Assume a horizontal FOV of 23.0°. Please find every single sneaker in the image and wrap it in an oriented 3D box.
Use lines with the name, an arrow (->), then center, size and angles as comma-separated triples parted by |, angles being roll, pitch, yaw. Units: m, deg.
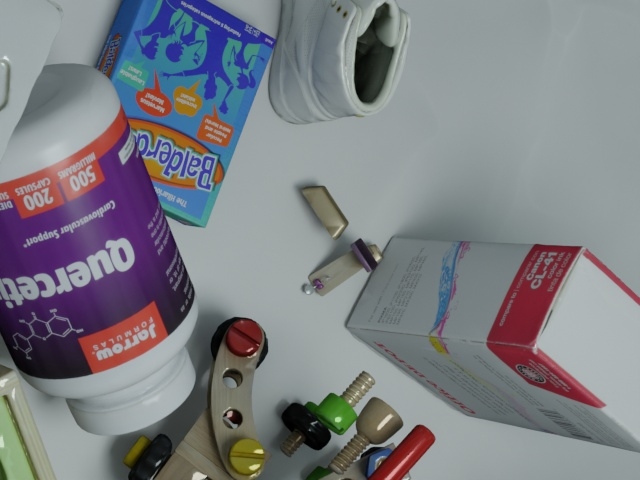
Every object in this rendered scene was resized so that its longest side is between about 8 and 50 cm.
sneaker -> 0.033, -0.265, 1.610 | 0.108, 0.169, 0.292 | 1, 92, -34

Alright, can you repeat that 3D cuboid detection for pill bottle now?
pill bottle -> -0.223, 0.014, 1.430 | 0.181, 0.181, 0.323 | -35, 122, -28

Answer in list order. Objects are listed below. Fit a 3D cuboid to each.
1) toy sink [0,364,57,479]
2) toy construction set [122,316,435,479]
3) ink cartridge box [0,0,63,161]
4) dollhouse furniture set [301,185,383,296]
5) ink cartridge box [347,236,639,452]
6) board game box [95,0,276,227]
toy sink -> -0.323, 0.244, 1.424 | 0.153, 0.131, 0.234 | -26, 109, -30
toy construction set -> -0.052, 0.237, 1.530 | 0.237, 0.309, 0.257 | -46, 110, -17
ink cartridge box -> -0.349, -0.113, 1.273 | 0.114, 0.273, 0.197 | 33, 67, -33
dollhouse furniture set -> 0.000, 0.000, 1.707 | 0.081, 0.091, 0.114 | -33, 91, 14
ink cartridge box -> 0.213, 0.107, 1.684 | 0.226, 0.306, 0.131 | 38, 72, -32
board game box -> -0.150, -0.138, 1.564 | 0.160, 0.047, 0.210 | 25, 81, -34
